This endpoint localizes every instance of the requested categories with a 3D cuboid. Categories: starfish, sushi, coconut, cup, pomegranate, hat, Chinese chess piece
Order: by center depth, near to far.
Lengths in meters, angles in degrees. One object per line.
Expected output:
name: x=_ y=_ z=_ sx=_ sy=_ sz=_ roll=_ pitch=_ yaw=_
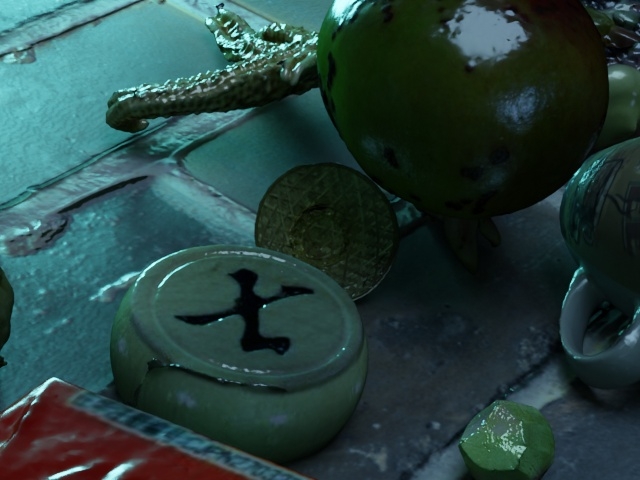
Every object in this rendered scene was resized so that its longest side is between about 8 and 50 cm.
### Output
coconut: x=0.163 y=0.179 z=1.544 sx=0.082 sy=0.081 sz=0.083 roll=-44 pitch=47 yaw=-4
Chinese chess piece: x=-0.070 y=0.098 z=1.568 sx=0.238 sy=0.092 sz=0.238 roll=10 pitch=34 yaw=-7
cup: x=0.335 y=0.024 z=1.746 sx=0.301 sy=0.227 sz=0.257 roll=-44 pitch=24 yaw=-14
pomegranate: x=0.118 y=-0.131 z=1.752 sx=0.291 sy=0.323 sz=0.291 roll=20 pitch=38 yaw=-16
hat: x=0.000 y=0.000 z=1.773 sx=0.146 sy=0.067 sz=0.146 roll=3 pitch=76 yaw=-11
starfish: x=-0.033 y=-0.213 z=1.978 sx=0.324 sy=0.082 sz=0.432 roll=-6 pitch=22 yaw=31
sushi: x=0.299 y=-0.191 z=2.054 sx=0.270 sy=0.171 sz=0.236 roll=0 pitch=35 yaw=-20

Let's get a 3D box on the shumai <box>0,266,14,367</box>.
shumai: x=-0.369 y=0.027 z=1.466 sx=0.256 sy=0.218 sz=0.189 roll=-21 pitch=55 yaw=-40

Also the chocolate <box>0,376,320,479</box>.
chocolate: x=-0.138 y=0.274 z=1.177 sx=0.360 sy=0.161 sz=0.341 roll=18 pitch=32 yaw=24
